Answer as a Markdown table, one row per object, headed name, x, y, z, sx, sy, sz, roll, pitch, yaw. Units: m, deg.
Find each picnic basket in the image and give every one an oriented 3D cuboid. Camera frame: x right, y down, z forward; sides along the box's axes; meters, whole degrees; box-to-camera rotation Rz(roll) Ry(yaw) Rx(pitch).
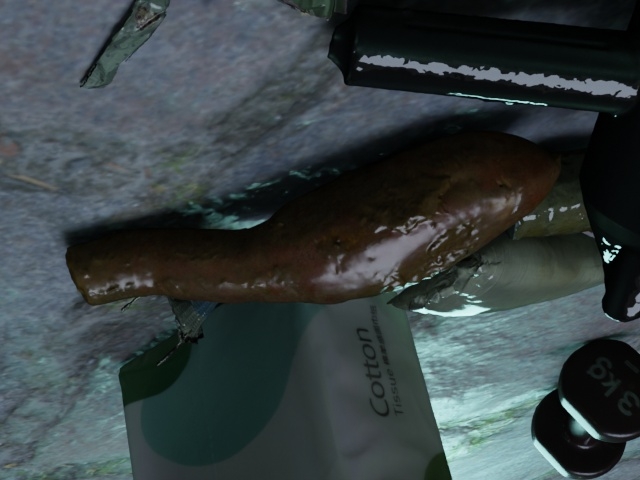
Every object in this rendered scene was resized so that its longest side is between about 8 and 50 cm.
| name | x | y | z | sx | sy | sz | roll | pitch | yaw |
| --- | --- | --- | --- | --- | --- | --- | --- | --- | --- |
| picnic basket | -0.124 | 0.060 | 0.911 | 0.083 | 0.065 | 0.083 | -34 | 159 | -3 |

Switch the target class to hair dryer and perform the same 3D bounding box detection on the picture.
| name | x | y | z | sx | sy | sz | roll | pitch | yaw |
| --- | --- | --- | --- | --- | --- | --- | --- | --- | --- |
| hair dryer | 0.147 | -0.074 | 0.709 | 0.302 | 0.116 | 0.244 | 6 | 126 | -7 |

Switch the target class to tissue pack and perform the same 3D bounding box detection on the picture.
| name | x | y | z | sx | sy | sz | roll | pitch | yaw |
| --- | --- | --- | --- | --- | --- | --- | --- | --- | --- |
| tissue pack | -0.025 | 0.230 | 0.976 | 0.266 | 0.356 | 0.194 | -33 | 147 | 31 |

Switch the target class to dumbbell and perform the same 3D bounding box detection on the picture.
| name | x | y | z | sx | sy | sz | roll | pitch | yaw |
| --- | --- | --- | --- | --- | --- | --- | --- | --- | --- |
| dumbbell | 0.376 | 0.236 | 1.464 | 0.124 | 0.140 | 0.225 | -36 | 158 | -18 |

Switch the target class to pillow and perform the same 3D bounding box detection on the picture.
| name | x | y | z | sx | sy | sz | roll | pitch | yaw |
| --- | --- | --- | --- | --- | --- | --- | --- | --- | --- |
| pillow | 0.170 | 0.027 | 0.972 | 0.181 | 0.078 | 0.134 | 0 | 171 | -33 |

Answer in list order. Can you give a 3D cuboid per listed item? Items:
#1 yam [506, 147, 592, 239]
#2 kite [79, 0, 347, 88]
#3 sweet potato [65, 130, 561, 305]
| name | x | y | z | sx | sy | sz | roll | pitch | yaw |
| --- | --- | --- | --- | --- | --- | --- | --- | --- | --- |
| yam | 0.232 | -0.042 | 0.902 | 0.179 | 0.078 | 0.078 | -9 | 153 | -14 |
| kite | -0.073 | -0.153 | 0.575 | 0.229 | 0.012 | 0.250 | 11 | 143 | -38 |
| sweet potato | 0.000 | 0.000 | 0.823 | 0.385 | 0.109 | 0.109 | -16 | 154 | 1 |
